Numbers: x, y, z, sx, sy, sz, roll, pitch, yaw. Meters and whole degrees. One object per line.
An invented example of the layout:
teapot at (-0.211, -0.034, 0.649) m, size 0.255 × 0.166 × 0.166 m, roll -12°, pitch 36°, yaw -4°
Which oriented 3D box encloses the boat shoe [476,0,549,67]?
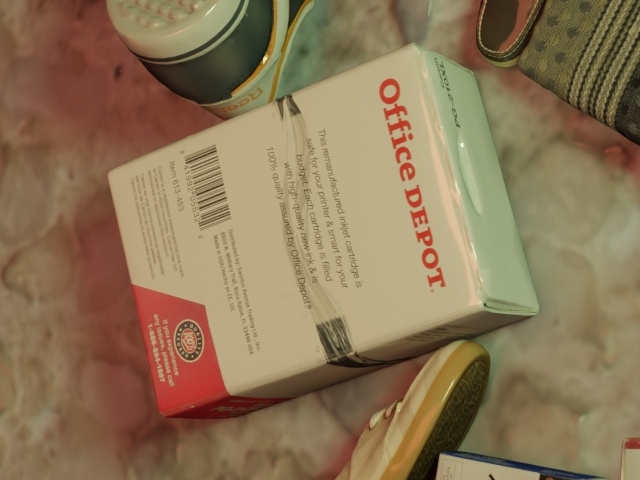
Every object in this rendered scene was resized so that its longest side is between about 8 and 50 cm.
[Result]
boat shoe at (0.130, -0.185, 1.095) m, size 0.056 × 0.049 × 0.152 m, roll 21°, pitch 94°, yaw 29°

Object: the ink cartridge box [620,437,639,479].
ink cartridge box at (0.246, 0.169, 0.923) m, size 0.128 × 0.176 × 0.127 m, roll -5°, pitch 79°, yaw 27°

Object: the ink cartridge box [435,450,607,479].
ink cartridge box at (0.109, 0.238, 1.059) m, size 0.097 × 0.046 × 0.207 m, roll 8°, pitch 88°, yaw 30°

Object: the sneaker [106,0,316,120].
sneaker at (-0.074, -0.220, 1.177) m, size 0.126 × 0.127 × 0.321 m, roll -11°, pitch 54°, yaw 20°

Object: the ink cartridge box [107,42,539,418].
ink cartridge box at (0.000, 0.000, 1.114) m, size 0.237 × 0.100 × 0.172 m, roll -20°, pitch 75°, yaw 25°

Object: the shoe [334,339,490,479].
shoe at (0.032, 0.149, 1.093) m, size 0.058 × 0.076 × 0.219 m, roll 35°, pitch 102°, yaw 21°

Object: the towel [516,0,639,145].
towel at (0.304, -0.173, 0.993) m, size 0.312 × 0.056 × 0.324 m, roll 34°, pitch 100°, yaw 36°
